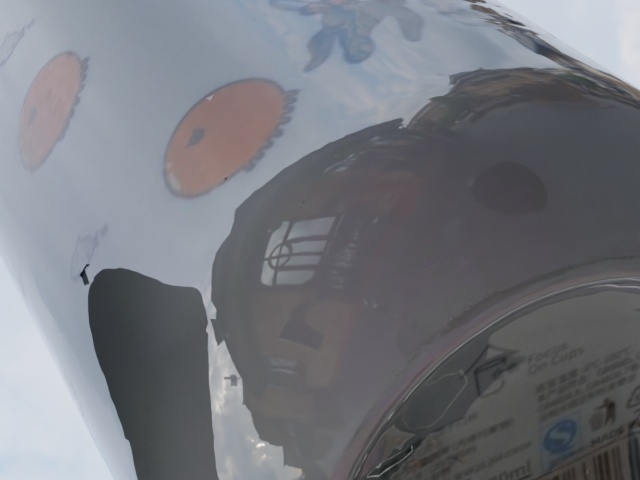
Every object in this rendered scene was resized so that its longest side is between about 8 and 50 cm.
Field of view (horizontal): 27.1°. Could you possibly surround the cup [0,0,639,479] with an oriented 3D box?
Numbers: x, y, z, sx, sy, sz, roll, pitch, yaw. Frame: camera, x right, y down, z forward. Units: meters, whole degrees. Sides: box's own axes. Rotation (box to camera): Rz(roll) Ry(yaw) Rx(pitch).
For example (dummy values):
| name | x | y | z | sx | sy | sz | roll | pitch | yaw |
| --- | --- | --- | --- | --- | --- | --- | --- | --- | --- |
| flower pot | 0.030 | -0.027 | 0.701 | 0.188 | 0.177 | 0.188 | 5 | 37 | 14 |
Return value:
| name | x | y | z | sx | sy | sz | roll | pitch | yaw |
| --- | --- | --- | --- | --- | --- | --- | --- | --- | --- |
| cup | 0.000 | 0.000 | 0.475 | 0.212 | 0.317 | 0.212 | -12 | -58 | -20 |
